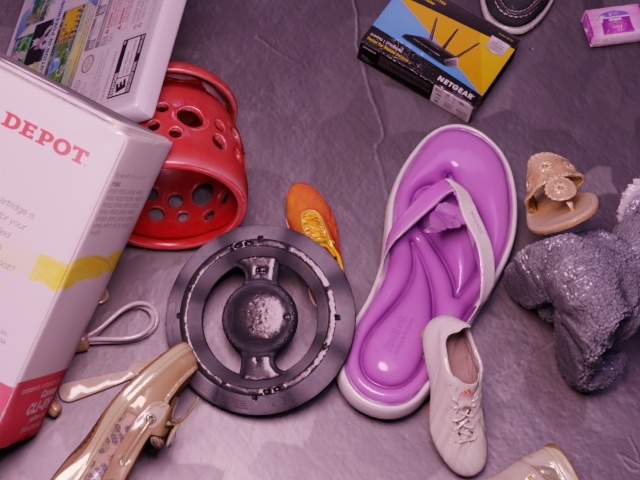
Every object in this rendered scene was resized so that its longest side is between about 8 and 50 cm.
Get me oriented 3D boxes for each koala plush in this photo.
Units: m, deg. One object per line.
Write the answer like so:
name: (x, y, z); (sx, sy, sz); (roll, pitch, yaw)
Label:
koala plush: (0.363, 0.037, 1.710); (0.221, 0.203, 0.196); (-27, 71, -11)

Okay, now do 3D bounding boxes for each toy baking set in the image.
toy baking set: (-0.304, 0.110, 1.709); (0.256, 0.030, 0.197); (40, 67, 13)

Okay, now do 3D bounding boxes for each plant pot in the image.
plant pot: (-0.184, -0.105, 1.745); (0.191, 0.191, 0.174); (1, 55, -6)

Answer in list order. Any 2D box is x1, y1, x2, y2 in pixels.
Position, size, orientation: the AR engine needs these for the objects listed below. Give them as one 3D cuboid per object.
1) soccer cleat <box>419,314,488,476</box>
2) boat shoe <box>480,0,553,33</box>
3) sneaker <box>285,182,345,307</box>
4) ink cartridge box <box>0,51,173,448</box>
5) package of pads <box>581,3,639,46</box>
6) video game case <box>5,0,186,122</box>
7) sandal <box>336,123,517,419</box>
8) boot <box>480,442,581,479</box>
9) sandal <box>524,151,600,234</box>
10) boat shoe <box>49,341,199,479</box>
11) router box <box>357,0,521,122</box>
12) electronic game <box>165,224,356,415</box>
soccer cleat: (0.161, 0.184, 1.663); (0.068, 0.076, 0.196); (-15, 97, -26)
boat shoe: (0.298, -0.426, 1.997); (0.114, 0.091, 0.302); (16, 64, 2)
sneaker: (0.000, 0.000, 1.775); (0.064, 0.067, 0.175); (-14, 65, -11)
ink cartridge box: (-0.376, -0.004, 1.584); (0.279, 0.160, 0.385); (27, 97, 11)
package of pads: (0.407, -0.296, 1.980); (0.083, 0.032, 0.050); (-9, 64, -10)
video game case: (-0.282, -0.262, 1.780); (0.300, 0.036, 0.329); (-11, 55, 38)
sandal: (0.145, 0.026, 1.757); (0.169, 0.102, 0.416); (19, 65, 3)
boot: (0.243, 0.352, 1.628); (0.165, 0.077, 0.213); (-19, 63, -15)
sandal: (0.274, -0.070, 1.746); (0.088, 0.240, 0.079); (-28, 98, 6)
boat shoe: (-0.221, 0.242, 1.624); (0.089, 0.104, 0.285); (36, 76, 6)
router box: (0.159, -0.258, 1.927); (0.179, 0.046, 0.133); (31, 65, 9)
electronic game: (-0.072, 0.094, 1.708); (0.229, 0.048, 0.229); (-1, 78, 6)
